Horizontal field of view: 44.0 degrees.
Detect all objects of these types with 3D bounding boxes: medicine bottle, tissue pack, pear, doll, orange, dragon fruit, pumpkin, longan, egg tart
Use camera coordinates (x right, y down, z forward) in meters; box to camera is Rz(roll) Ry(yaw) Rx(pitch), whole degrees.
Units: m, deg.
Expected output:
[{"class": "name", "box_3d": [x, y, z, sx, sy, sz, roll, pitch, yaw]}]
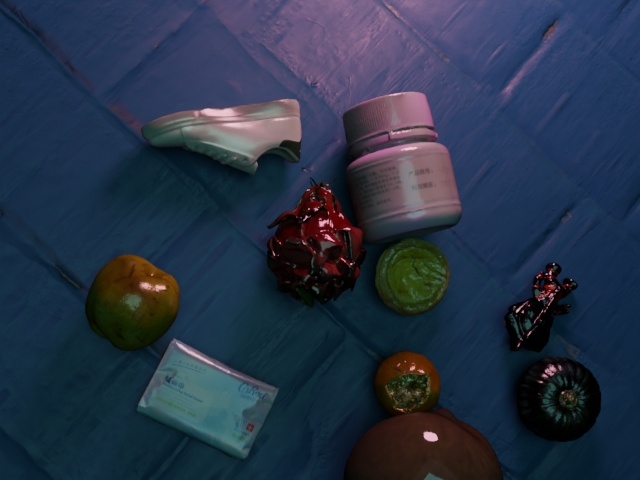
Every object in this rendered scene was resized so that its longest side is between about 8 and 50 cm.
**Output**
[{"class": "medicine bottle", "box_3d": [0.175, -0.159, 1.788, 0.241, 0.241, 0.302, -11, 85, -12]}, {"class": "tissue pack", "box_3d": [-0.245, 0.346, 1.721, 0.263, 0.089, 0.177, 27, 77, -7]}, {"class": "pear", "box_3d": [-0.397, 0.136, 1.675, 0.200, 0.200, 0.200, 1, 82, -10]}, {"class": "doll", "box_3d": [0.520, 0.172, 1.895, 0.127, 0.088, 0.249, 30, 68, 15]}, {"class": "orange", "box_3d": [0.198, 0.325, 1.785, 0.154, 0.134, 0.155, 3, 75, -13]}, {"class": "dragon fruit", "box_3d": [0.000, 0.000, 1.746, 0.233, 0.234, 0.293, 17, 86, -8]}, {"class": "pumpkin", "box_3d": [0.555, 0.368, 1.842, 0.202, 0.140, 0.202, 2, 80, -12]}, {"class": "longan", "box_3d": [0.218, 0.510, 1.653, 0.361, 0.361, 0.361, 1, 82, -10]}, {"class": "egg tart", "box_3d": [0.208, 0.083, 1.836, 0.191, 0.074, 0.191, -2, 96, -17]}]

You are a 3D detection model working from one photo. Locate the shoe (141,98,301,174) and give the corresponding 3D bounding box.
[{"class": "shoe", "box_3d": [-0.212, -0.216, 1.788, 0.363, 0.132, 0.160, -10, 89, -16]}]
